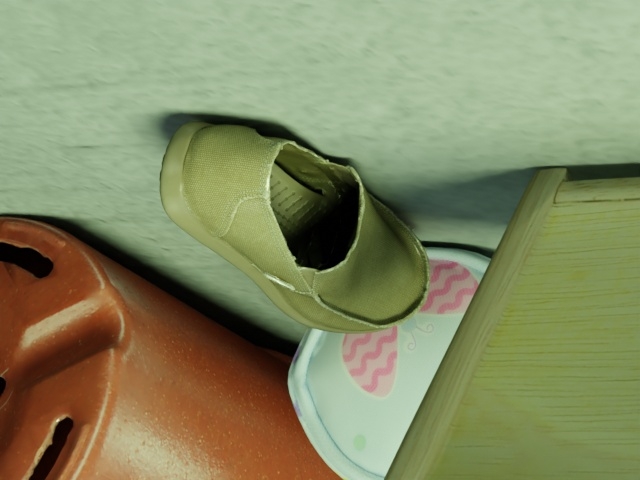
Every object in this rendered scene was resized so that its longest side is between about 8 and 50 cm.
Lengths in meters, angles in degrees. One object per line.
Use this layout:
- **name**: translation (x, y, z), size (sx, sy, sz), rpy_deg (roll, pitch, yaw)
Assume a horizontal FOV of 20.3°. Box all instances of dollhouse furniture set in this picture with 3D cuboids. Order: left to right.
- **dollhouse furniture set**: translation (0.225, 0.171, 0.630), size (0.256, 0.362, 0.394), rpy_deg (-2, 132, 35)

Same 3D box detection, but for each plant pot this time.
- **plant pot**: translation (-0.111, 0.134, 0.902), size (0.272, 0.272, 0.265), rpy_deg (0, 153, 33)

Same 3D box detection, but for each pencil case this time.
- **pencil case**: translation (0.090, 0.095, 0.852), size (0.124, 0.113, 0.273), rpy_deg (1, 161, 26)

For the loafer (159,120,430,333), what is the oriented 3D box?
- **loafer**: translation (0.000, 0.000, 0.688), size (0.050, 0.056, 0.148), rpy_deg (5, 164, 42)
